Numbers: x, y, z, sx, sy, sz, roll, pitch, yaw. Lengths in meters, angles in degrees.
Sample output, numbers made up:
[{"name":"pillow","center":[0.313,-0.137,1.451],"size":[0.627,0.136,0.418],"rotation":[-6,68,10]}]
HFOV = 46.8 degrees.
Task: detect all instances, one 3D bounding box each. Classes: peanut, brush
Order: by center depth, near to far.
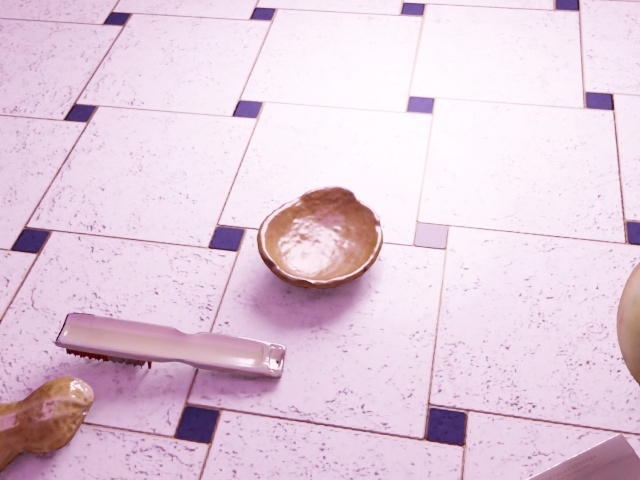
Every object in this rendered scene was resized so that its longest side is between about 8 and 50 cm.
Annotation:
[{"name":"peanut","center":[-0.388,0.248,0.969],"size":[0.193,0.089,0.089],"rotation":[-26,52,-12]},{"name":"brush","center":[-0.211,0.159,1.058],"size":[0.321,0.050,0.060],"rotation":[8,47,1]}]

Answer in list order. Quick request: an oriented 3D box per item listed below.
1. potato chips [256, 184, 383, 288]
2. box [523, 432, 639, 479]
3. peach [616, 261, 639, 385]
[{"name":"potato chips","center":[0.000,0.001,1.162],"size":[0.195,0.062,0.208],"rotation":[3,48,0]},{"name":"box","center":[0.258,0.296,0.794],"size":[0.141,0.201,0.058],"rotation":[-21,55,-12]},{"name":"peach","center":[0.523,0.102,0.922],"size":[0.292,0.247,0.292],"rotation":[-10,21,4]}]
